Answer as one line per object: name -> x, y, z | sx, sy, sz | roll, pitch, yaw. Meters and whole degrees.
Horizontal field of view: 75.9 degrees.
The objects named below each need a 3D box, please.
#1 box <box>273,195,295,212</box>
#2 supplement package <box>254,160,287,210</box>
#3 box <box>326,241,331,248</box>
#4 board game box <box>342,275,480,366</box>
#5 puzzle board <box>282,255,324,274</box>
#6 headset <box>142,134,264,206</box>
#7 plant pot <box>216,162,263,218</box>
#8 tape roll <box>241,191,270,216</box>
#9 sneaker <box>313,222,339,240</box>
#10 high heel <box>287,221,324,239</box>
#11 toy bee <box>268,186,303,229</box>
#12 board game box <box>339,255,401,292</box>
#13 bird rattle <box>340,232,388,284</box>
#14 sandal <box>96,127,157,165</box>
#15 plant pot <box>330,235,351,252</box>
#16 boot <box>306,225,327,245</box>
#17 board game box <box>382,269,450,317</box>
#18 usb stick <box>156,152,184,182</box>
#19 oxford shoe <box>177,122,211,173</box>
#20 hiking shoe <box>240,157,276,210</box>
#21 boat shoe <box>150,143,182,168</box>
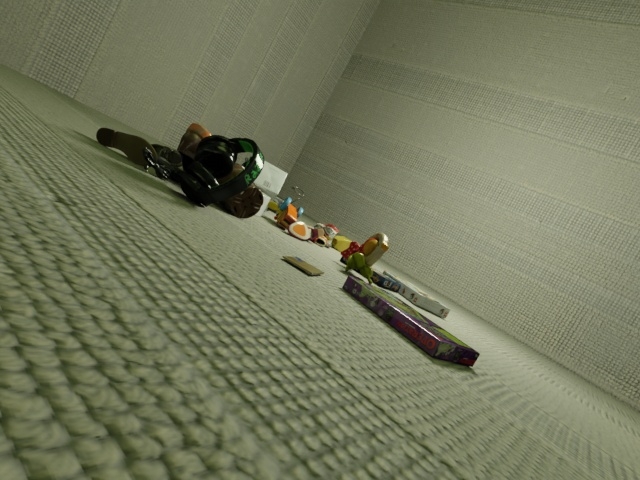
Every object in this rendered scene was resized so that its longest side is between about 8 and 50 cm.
box -> -0.350, -0.276, 2.646 | 0.318, 0.097, 0.395 | 32, 5, 7
supplement package -> -0.283, -0.266, 2.064 | 0.139, 0.134, 0.244 | 28, -26, -12
box -> 0.000, 0.000, 2.139 | 0.093, 0.027, 0.137 | 26, 5, -12
board game box -> 0.234, 0.211, 1.109 | 0.208, 0.056, 0.347 | 30, 2, -40
puzzle board -> -0.047, 0.072, 1.153 | 0.096, 0.011, 0.128 | 29, 4, 15
headset -> -0.366, -0.234, 1.266 | 0.394, 0.243, 0.185 | -1, -40, 28
plant pot -> -0.296, -0.172, 1.474 | 0.167, 0.167, 0.165 | 24, 14, -48
tape roll -> -0.367, -0.214, 1.823 | 0.286, 0.100, 0.286 | 28, 5, -3
sneaker -> 0.010, -0.042, 2.317 | 0.088, 0.093, 0.225 | 41, -18, -21
high heel -> -0.097, -0.039, 1.853 | 0.117, 0.082, 0.244 | -7, -2, 35
toy bee -> -0.156, -0.119, 1.947 | 0.195, 0.162, 0.298 | 48, 26, 2
board game box -> 0.220, 0.142, 1.813 | 0.243, 0.042, 0.165 | 32, 5, 38
bird rattle -> 0.193, 0.055, 1.638 | 0.143, 0.207, 0.253 | 45, 17, -8
sandal -> -0.642, -0.322, 1.411 | 0.240, 0.088, 0.079 | 24, 10, 7
plant pot -> 0.106, 0.018, 2.285 | 0.083, 0.082, 0.081 | 14, 12, -38
boot -> -0.035, -0.023, 2.011 | 0.157, 0.059, 0.084 | 30, 9, -1
board game box -> 0.425, 0.242, 1.878 | 0.193, 0.053, 0.305 | 27, 5, -28
usb stick -> -0.591, -0.283, 1.553 | 0.278, 0.045, 0.077 | 33, 5, 38
oxford shoe -> -0.444, -0.262, 1.518 | 0.129, 0.133, 0.364 | 24, -25, 16
hiking shoe -> -0.342, -0.293, 2.230 | 0.304, 0.132, 0.113 | 48, 40, -9
boat shoe -> -0.701, -0.385, 1.863 | 0.223, 0.080, 0.073 | 25, 8, 27
